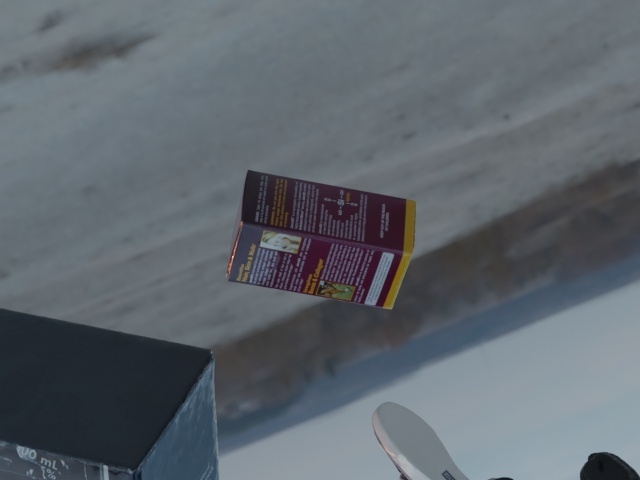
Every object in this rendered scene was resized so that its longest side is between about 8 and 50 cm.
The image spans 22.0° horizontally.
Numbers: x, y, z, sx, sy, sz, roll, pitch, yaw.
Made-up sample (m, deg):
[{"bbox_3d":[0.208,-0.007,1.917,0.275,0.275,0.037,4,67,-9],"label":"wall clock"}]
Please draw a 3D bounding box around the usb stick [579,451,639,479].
[{"bbox_3d":[0.342,0.304,1.650,0.045,0.278,0.077,-48,-143,-11],"label":"usb stick"}]

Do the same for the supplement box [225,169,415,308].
[{"bbox_3d":[0.000,0.000,1.784,0.188,0.081,0.104,10,139,-6],"label":"supplement box"}]

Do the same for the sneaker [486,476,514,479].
[{"bbox_3d":[0.210,0.352,1.867,0.072,0.178,0.077,0,-179,-7],"label":"sneaker"}]

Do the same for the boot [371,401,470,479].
[{"bbox_3d":[0.107,0.265,1.746,0.069,0.190,0.086,-21,155,-49],"label":"boot"}]

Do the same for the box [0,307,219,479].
[{"bbox_3d":[-0.409,0.378,2.392,0.479,0.472,0.297,10,-147,16],"label":"box"}]
